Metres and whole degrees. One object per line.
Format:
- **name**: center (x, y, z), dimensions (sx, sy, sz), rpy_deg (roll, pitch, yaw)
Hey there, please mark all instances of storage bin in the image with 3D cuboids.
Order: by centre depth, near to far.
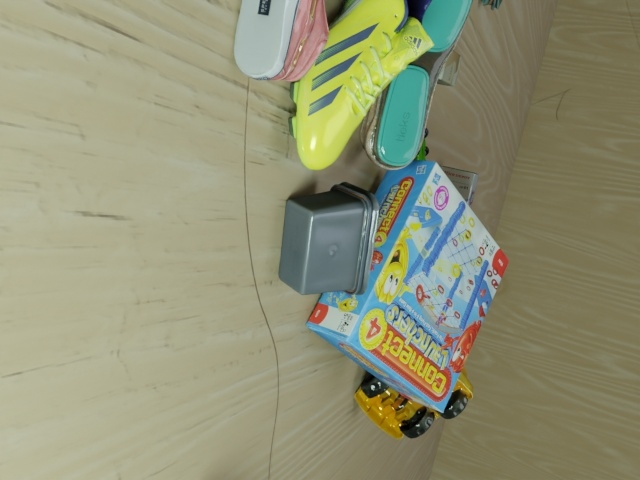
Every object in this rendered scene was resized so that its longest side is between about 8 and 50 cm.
- **storage bin**: center (0.000, 0.000, 0.727), dimensions (0.091, 0.098, 0.135), rpy_deg (-7, 115, -36)

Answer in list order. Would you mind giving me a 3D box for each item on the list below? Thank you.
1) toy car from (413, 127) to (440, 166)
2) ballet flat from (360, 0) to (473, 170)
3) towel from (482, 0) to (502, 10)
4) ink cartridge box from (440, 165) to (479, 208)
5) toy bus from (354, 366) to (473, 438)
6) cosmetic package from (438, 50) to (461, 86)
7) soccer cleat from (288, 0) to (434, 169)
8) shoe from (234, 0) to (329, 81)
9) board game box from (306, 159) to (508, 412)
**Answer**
- **toy car**: center (0.161, -0.115, 1.061), dimensions (0.224, 0.053, 0.239), rpy_deg (78, 30, -45)
- **ballet flat**: center (0.119, -0.256, 0.819), dimensions (0.106, 0.108, 0.315), rpy_deg (-122, -130, -69)
- **towel**: center (0.399, -0.719, 1.247), dimensions (0.271, 0.040, 0.370), rpy_deg (-59, 151, -36)
- **ink cartridge box**: center (0.300, -0.103, 1.355), dimensions (0.052, 0.089, 0.122), rpy_deg (-5, 109, -64)
- **toy bus**: center (0.208, 0.269, 1.223), dimensions (0.220, 0.149, 0.211), rpy_deg (-41, -176, 34)
- **cosmetic package**: center (0.221, -0.318, 1.084), dimensions (0.115, 0.041, 0.060), rpy_deg (-19, 123, -64)
- **soccer cleat**: center (0.057, -0.205, 0.662), dimensions (0.289, 0.121, 0.093), rpy_deg (-67, 157, -16)
- **shoe**: center (-0.025, -0.231, 0.537), dimensions (0.081, 0.064, 0.177), rpy_deg (-22, 130, -65)
- **board game box**: center (0.159, 0.080, 0.967), dimensions (0.308, 0.086, 0.301), rpy_deg (42, 69, -40)
